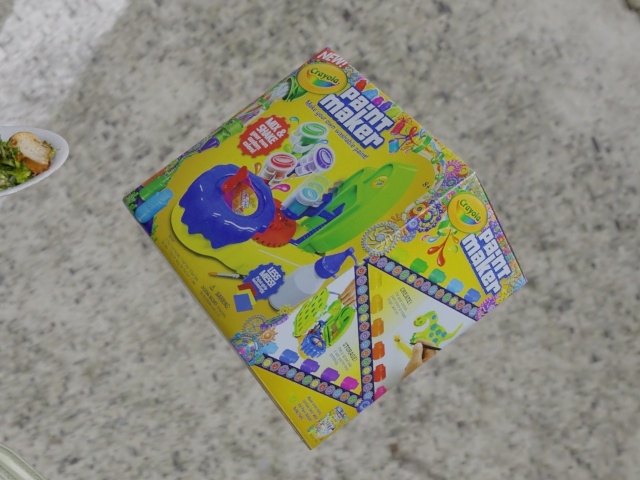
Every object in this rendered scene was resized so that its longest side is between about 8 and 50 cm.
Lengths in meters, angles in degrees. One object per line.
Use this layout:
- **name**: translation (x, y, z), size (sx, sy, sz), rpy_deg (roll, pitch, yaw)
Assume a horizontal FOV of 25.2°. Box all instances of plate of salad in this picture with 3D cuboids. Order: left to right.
- **plate of salad**: translation (-0.353, -0.084, 1.432), size (0.200, 0.199, 0.048), rpy_deg (-32, 127, -40)

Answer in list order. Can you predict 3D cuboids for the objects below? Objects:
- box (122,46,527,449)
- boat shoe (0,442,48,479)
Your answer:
- **box**: translation (0.000, 0.000, 1.458), size (0.279, 0.290, 0.177), rpy_deg (-37, 133, -6)
- **boat shoe**: translation (-0.261, 0.134, 0.911), size (0.233, 0.079, 0.084), rpy_deg (43, 6, 5)
